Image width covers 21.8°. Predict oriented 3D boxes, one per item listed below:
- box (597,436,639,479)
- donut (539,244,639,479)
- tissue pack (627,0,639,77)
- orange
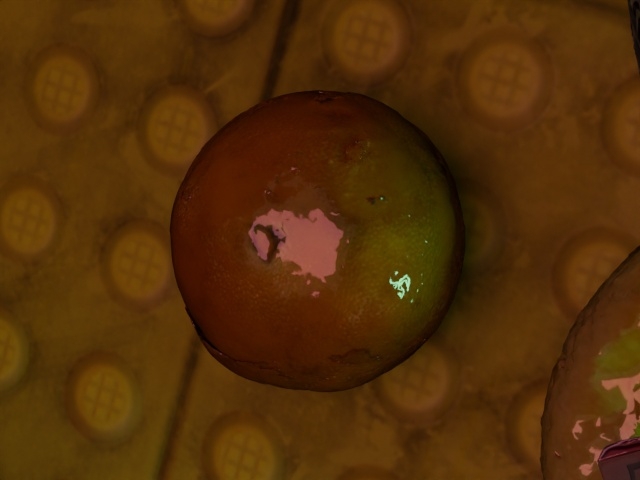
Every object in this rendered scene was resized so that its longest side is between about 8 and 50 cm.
[{"bbox_3d":[0.244,0.199,1.085,0.060,0.111,0.156,-24,78,26],"label":"box"},{"bbox_3d":[0.325,0.164,1.191,0.378,0.163,0.435,21,101,24],"label":"donut"},{"bbox_3d":[0.307,-0.280,1.139,0.210,0.198,0.369,-8,88,-3],"label":"tissue pack"},{"bbox_3d":[0.000,0.000,1.309,0.240,0.240,0.240,1,92,25],"label":"orange"}]
